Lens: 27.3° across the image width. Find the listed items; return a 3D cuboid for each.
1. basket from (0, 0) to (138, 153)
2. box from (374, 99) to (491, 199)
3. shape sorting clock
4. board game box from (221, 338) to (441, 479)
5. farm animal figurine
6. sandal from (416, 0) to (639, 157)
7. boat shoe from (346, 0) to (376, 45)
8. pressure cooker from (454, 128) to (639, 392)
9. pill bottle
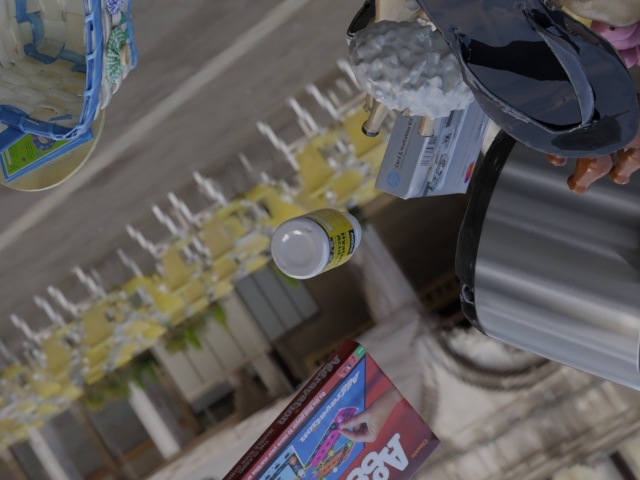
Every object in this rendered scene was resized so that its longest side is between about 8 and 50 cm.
[{"bbox_3d":[-0.304,-0.215,1.278,0.289,0.201,0.254,-43,144,-47],"label":"basket"},{"bbox_3d":[0.121,-0.115,1.275,0.186,0.038,0.145,-9,119,-65],"label":"box"},{"bbox_3d":[-0.370,-0.165,1.735,0.206,0.206,0.040,-33,159,18],"label":"shape sorting clock"},{"bbox_3d":[-0.022,0.238,1.175,0.281,0.145,0.027,-48,-149,-16],"label":"board game box"},{"bbox_3d":[0.181,-0.220,1.098,0.327,0.330,0.172,10,138,-13],"label":"farm animal figurine"},{"bbox_3d":[0.130,-0.121,0.870,0.097,0.054,0.254,-26,137,27],"label":"sandal"},{"bbox_3d":[0.074,-0.277,1.498,0.049,0.040,0.142,24,-116,43],"label":"boat shoe"},{"bbox_3d":[0.438,0.019,1.765,0.370,0.420,0.375,-42,140,-39],"label":"pressure cooker"},{"bbox_3d":[0.000,0.000,1.394,0.065,0.065,0.116,-34,175,25],"label":"pill bottle"}]
